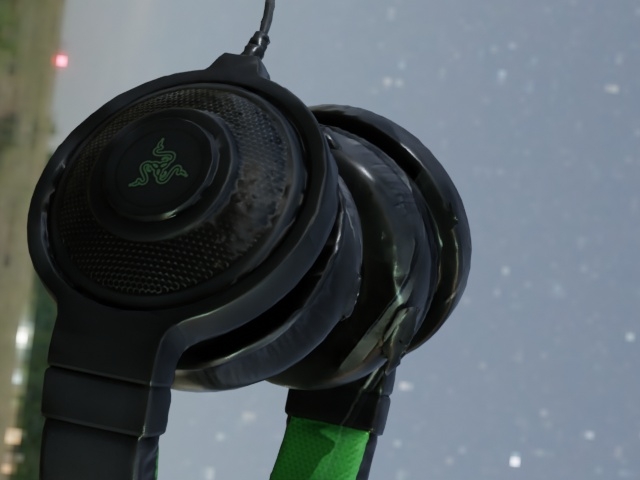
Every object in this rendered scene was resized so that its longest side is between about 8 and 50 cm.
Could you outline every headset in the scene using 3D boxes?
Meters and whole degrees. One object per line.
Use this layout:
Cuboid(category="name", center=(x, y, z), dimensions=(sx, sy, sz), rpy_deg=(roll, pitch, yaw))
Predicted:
Cuboid(category="headset", center=(0.000, 0.000, 0.834), dimensions=(0.243, 0.185, 0.394), rpy_deg=(10, 88, -65))
